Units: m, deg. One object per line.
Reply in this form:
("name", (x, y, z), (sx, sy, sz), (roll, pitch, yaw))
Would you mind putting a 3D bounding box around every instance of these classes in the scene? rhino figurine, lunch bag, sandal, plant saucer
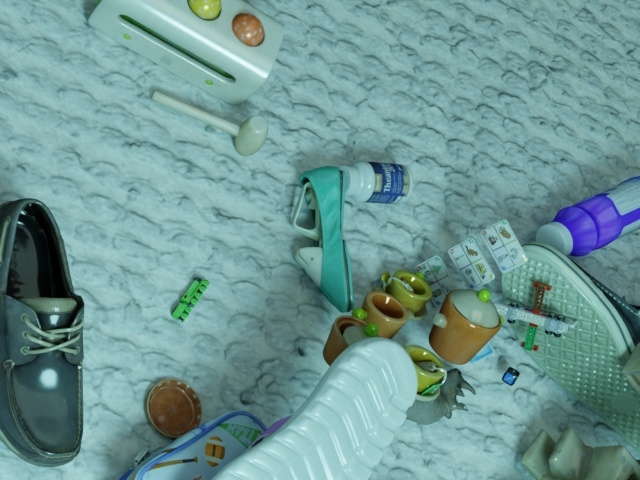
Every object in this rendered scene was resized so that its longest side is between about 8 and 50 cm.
("rhino figurine", (0.139, 0.229, 1.979), (0.243, 0.073, 0.106), (7, 60, -32))
("lunch bag", (-0.130, 0.385, 1.698), (0.243, 0.115, 0.303), (-30, 87, -37))
("sandal", (-0.032, 0.293, 1.667), (0.416, 0.102, 0.169), (-41, 110, -22))
("plant saucer", (-0.202, 0.232, 1.784), (0.084, 0.013, 0.083), (14, 61, -28))

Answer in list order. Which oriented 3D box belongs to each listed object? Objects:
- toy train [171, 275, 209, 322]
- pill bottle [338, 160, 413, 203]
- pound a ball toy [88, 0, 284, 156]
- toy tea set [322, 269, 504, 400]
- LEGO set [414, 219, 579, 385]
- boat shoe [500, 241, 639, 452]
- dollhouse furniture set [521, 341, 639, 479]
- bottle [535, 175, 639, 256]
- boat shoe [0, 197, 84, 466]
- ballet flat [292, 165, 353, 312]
("toy train", (-0.187, 0.083, 1.865), (0.024, 0.017, 0.083), (34, 53, -3))
("pill bottle", (0.085, -0.094, 2.102), (0.120, 0.067, 0.067), (2, 67, -34))
("pound a ball toy", (-0.186, -0.297, 1.973), (0.319, 0.136, 0.208), (28, 55, -19))
("toy tea set", (0.144, 0.119, 1.921), (0.200, 0.124, 0.336), (36, 29, 12))
("LEGO set", (0.289, 0.105, 2.086), (0.244, 0.182, 0.060), (60, 28, 1))
("boat shoe", (0.487, 0.175, 2.178), (0.500, 0.187, 0.156), (44, 46, -15))
("dollhouse furniture set", (0.518, 0.372, 1.948), (0.256, 0.362, 0.394), (49, 59, -16))
("bottle", (0.496, -0.035, 2.320), (0.283, 0.118, 0.092), (-21, 82, -38))
("boat shoe", (-0.370, 0.109, 1.653), (0.132, 0.130, 0.355), (-6, 72, -36))
("ballet flat", (0.000, 0.000, 2.004), (0.087, 0.083, 0.247), (0, 66, -8))
